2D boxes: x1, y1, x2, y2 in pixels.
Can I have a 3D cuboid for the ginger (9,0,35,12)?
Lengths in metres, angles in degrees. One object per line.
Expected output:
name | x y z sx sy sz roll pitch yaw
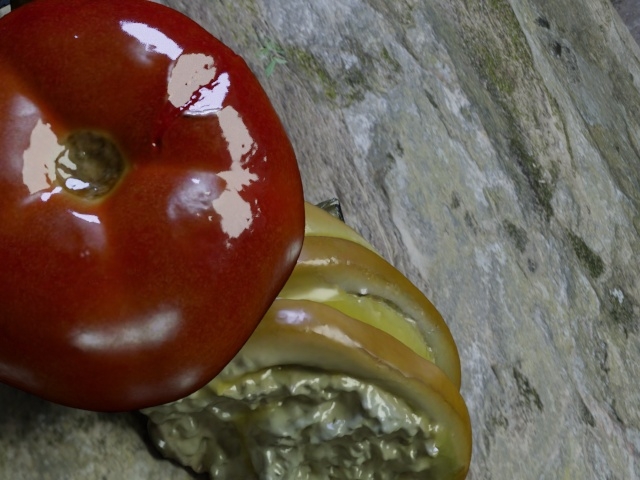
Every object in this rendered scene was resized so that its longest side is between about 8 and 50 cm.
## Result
ginger | -0.193 -0.177 0.963 0.133 0.309 0.107 -26 54 -30

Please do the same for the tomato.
tomato | -0.160 -0.019 0.853 0.226 0.298 0.298 107 -40 -79

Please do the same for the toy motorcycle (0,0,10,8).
toy motorcycle | -0.328 -0.266 0.878 0.319 0.182 0.241 2 64 -57

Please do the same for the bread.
bread | 0.009 0.107 1.049 0.315 0.211 0.270 46 33 -29

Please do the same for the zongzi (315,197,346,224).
zongzi | 0.000 0.000 1.293 0.083 0.040 0.076 -26 94 -48
